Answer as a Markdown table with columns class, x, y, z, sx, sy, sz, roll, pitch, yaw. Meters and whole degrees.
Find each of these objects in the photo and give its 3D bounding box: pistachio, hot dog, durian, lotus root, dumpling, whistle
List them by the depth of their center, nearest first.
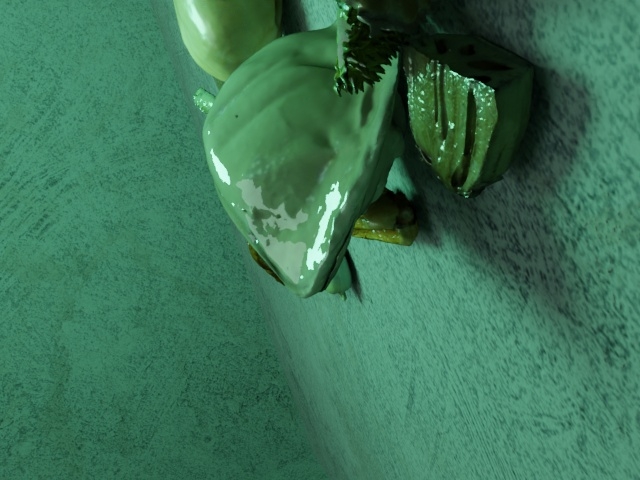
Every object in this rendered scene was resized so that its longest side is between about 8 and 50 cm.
| class | x | y | z | sx | sy | sz | roll | pitch | yaw |
| --- | --- | --- | --- | --- | --- | --- | --- | --- | --- |
| lotus root | 0.139 | -0.116 | 0.724 | 0.143 | 0.070 | 0.144 | 49 | 155 | 41 |
| durian | 0.054 | -0.224 | 0.771 | 0.221 | 0.095 | 0.137 | -79 | -12 | -48 |
| dumpling | -0.004 | -0.135 | 0.930 | 0.316 | 0.233 | 0.395 | -55 | 25 | 39 |
| hot dog | 0.069 | -0.042 | 1.127 | 0.076 | 0.102 | 0.249 | -70 | 17 | -3 |
| pistachio | -0.165 | -0.403 | 1.285 | 0.187 | 0.187 | 0.299 | 121 | 127 | -75 |
| whistle | 0.000 | 0.000 | 1.547 | 0.126 | 0.067 | 0.258 | 179 | 72 | -80 |

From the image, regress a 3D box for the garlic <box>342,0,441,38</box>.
| class | x | y | z | sx | sy | sz | roll | pitch | yaw |
| --- | --- | --- | --- | --- | --- | --- | --- | --- | --- |
| garlic | 0.064 | -0.247 | 0.594 | 0.256 | 0.207 | 0.207 | 40 | 151 | 45 |

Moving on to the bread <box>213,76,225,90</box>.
| class | x | y | z | sx | sy | sz | roll | pitch | yaw |
| --- | --- | --- | --- | --- | --- | --- | --- | --- | --- |
| bread | -0.164 | -0.367 | 1.550 | 0.337 | 0.101 | 0.183 | -135 | 28 | -66 |

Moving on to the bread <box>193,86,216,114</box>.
| class | x | y | z | sx | sy | sz | roll | pitch | yaw |
| --- | --- | --- | --- | --- | --- | --- | --- | --- | --- |
| bread | -0.137 | -0.207 | 1.522 | 0.267 | 0.040 | 0.267 | 36 | -177 | -2 |

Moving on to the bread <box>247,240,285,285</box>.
| class | x | y | z | sx | sy | sz | roll | pitch | yaw |
| --- | --- | --- | --- | --- | --- | --- | --- | --- | --- |
| bread | -0.089 | -0.025 | 1.626 | 0.275 | 0.114 | 0.185 | 63 | -171 | -70 |
